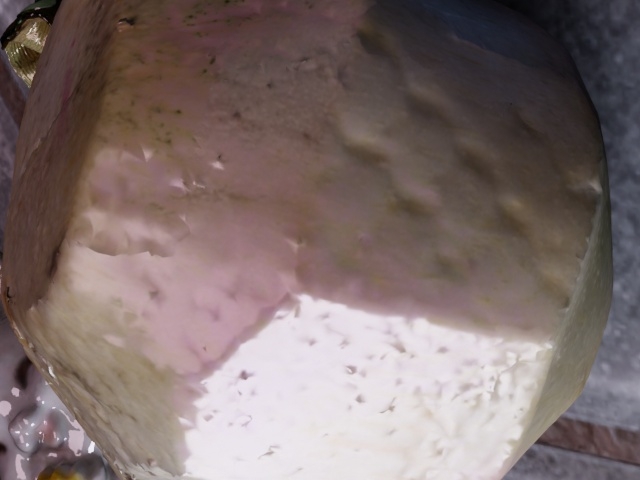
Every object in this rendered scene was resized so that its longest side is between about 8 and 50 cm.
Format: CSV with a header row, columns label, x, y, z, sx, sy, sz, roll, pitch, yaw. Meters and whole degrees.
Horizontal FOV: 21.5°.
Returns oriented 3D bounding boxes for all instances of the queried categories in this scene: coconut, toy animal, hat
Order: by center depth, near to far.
label,x,y,z,sx,sy,sz,roll,pitch,yaw
coconut,0.000,0.000,0.912,0.352,0.352,0.353,18,120,35
hat,-0.174,-0.135,1.165,0.076,0.059,0.077,49,141,-9
toy animal,-0.170,0.141,1.218,0.325,0.154,0.208,30,124,26
